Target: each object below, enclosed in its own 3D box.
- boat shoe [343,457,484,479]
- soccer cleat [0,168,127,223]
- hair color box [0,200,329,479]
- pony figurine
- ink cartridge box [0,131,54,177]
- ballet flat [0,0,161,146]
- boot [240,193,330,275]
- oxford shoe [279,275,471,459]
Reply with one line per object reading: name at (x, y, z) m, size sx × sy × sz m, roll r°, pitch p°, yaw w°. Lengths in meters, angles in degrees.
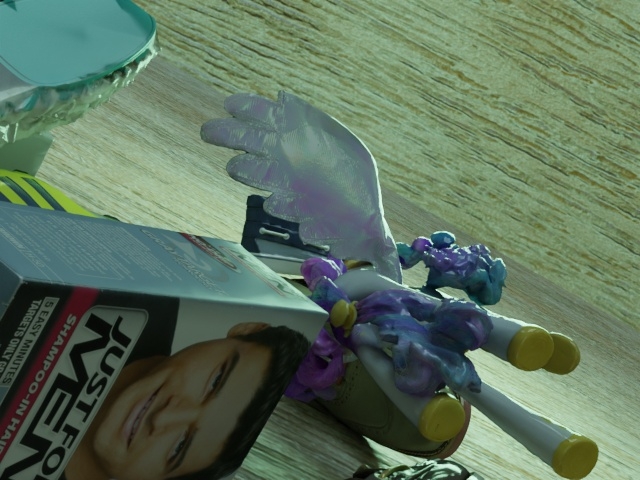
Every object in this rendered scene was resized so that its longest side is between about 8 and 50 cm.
boat shoe at (0.048, 0.229, 1.197) m, size 0.097 × 0.116 × 0.324 m, roll 36°, pitch 17°, yaw 11°
soccer cleat at (-0.253, 0.009, 1.433) m, size 0.289 × 0.093 × 0.121 m, roll 20°, pitch 22°, yaw -42°
hair color box at (-0.163, 0.089, 1.055) m, size 0.114 × 0.185 × 0.374 m, roll 36°, pitch 12°, yaw 27°
pony figurine at (0.042, 0.067, 1.332) m, size 0.351 × 0.302 × 0.363 m, roll 20°, pitch 7°, yaw -41°
ink cartridge box at (-0.439, -0.140, 1.537) m, size 0.273 × 0.114 × 0.197 m, roll 24°, pitch 13°, yaw -38°
ballet flat at (-0.332, -0.135, 1.400) m, size 0.147 × 0.147 × 0.409 m, roll 36°, pitch 40°, yaw 24°
boot at (0.000, 0.000, 1.665) m, size 0.190 × 0.086 × 0.069 m, roll 8°, pitch -1°, yaw -30°
oxford shoe at (0.012, 0.130, 1.555) m, size 0.130 × 0.123 × 0.348 m, roll 16°, pitch 7°, yaw -42°
